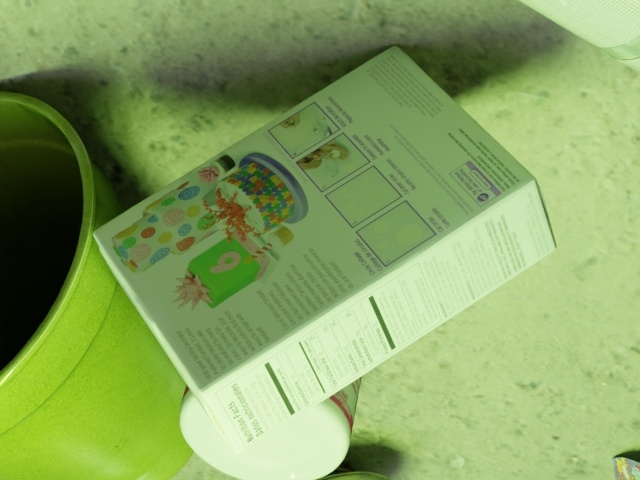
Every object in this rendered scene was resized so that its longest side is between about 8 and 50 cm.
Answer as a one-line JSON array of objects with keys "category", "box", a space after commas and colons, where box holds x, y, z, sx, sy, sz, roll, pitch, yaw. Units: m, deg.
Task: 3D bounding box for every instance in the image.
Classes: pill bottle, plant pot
[{"category": "pill bottle", "box": [-0.031, 0.077, 1.751, 0.160, 0.283, 0.160, 7, 140, 6]}, {"category": "plant pot", "box": [-0.286, 0.097, 1.825, 0.366, 0.367, 0.353, -12, 147, 25]}]

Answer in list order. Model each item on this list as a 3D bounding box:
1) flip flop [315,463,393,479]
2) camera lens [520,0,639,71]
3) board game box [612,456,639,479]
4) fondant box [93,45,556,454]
[{"category": "flip flop", "box": [0.010, 0.310, 2.177, 0.112, 0.080, 0.277, 27, 153, -12]}, {"category": "camera lens", "box": [0.234, -0.255, 1.358, 0.274, 0.219, 0.219, 28, 137, -18]}, {"category": "board game box", "box": [0.375, 0.321, 2.072, 0.133, 0.033, 0.169, 35, 154, 37]}, {"category": "fondant box", "box": [0.000, 0.000, 1.581, 0.330, 0.238, 0.096, -31, 135, -8]}]
